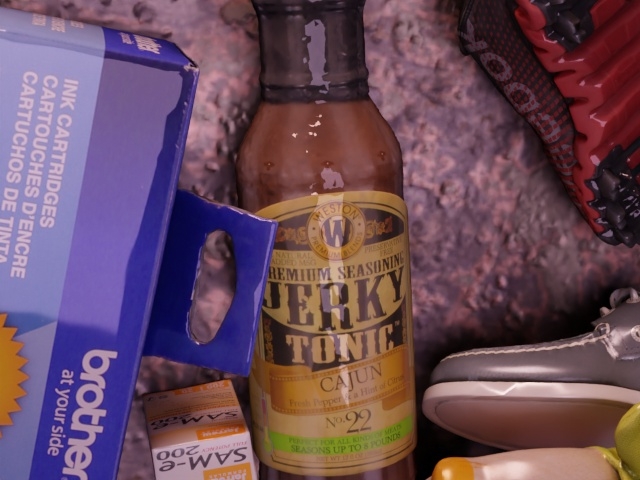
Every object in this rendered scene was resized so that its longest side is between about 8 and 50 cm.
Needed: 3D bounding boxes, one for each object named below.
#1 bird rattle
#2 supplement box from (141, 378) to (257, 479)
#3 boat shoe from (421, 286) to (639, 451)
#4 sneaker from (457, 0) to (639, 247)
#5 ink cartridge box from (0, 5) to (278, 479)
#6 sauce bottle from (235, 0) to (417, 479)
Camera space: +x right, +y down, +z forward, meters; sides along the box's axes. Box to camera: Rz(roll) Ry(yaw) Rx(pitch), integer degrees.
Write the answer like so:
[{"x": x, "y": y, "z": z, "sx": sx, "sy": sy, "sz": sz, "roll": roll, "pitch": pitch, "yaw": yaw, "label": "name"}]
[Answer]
[{"x": 0.149, "y": 0.172, "z": 0.873, "sx": 0.207, "sy": 0.253, "sz": 0.143, "roll": 2, "pitch": 67, "yaw": -8, "label": "bird rattle"}, {"x": -0.079, "y": 0.125, "z": 0.875, "sx": 0.062, "sy": 0.098, "sz": 0.036, "roll": -10, "pitch": 106, "yaw": -9, "label": "supplement box"}, {"x": 0.227, "y": 0.085, "z": 0.936, "sx": 0.319, "sy": 0.116, "sz": 0.099, "roll": -1, "pitch": 64, "yaw": 0, "label": "boat shoe"}, {"x": 0.158, "y": -0.112, "z": 0.867, "sx": 0.098, "sy": 0.135, "sz": 0.276, "roll": -39, "pitch": 131, "yaw": -12, "label": "sneaker"}, {"x": -0.231, "y": -0.007, "z": 0.790, "sx": 0.395, "sy": 0.151, "sz": 0.270, "roll": 9, "pitch": 102, "yaw": -15, "label": "ink cartridge box"}, {"x": 0.000, "y": 0.000, "z": 0.854, "sx": 0.111, "sy": 0.111, "sz": 0.344, "roll": -8, "pitch": 105, "yaw": -9, "label": "sauce bottle"}]
